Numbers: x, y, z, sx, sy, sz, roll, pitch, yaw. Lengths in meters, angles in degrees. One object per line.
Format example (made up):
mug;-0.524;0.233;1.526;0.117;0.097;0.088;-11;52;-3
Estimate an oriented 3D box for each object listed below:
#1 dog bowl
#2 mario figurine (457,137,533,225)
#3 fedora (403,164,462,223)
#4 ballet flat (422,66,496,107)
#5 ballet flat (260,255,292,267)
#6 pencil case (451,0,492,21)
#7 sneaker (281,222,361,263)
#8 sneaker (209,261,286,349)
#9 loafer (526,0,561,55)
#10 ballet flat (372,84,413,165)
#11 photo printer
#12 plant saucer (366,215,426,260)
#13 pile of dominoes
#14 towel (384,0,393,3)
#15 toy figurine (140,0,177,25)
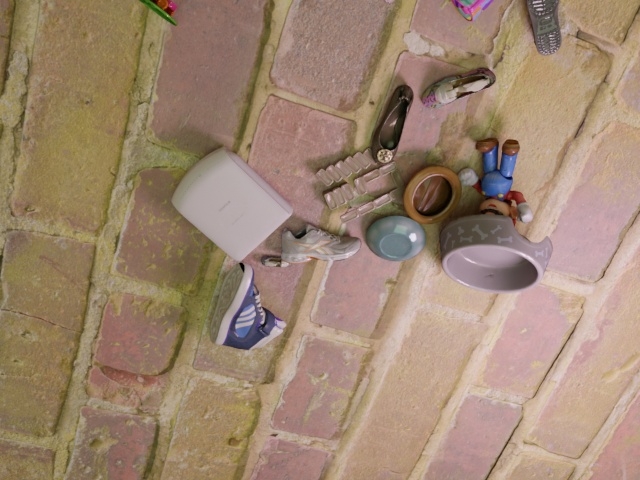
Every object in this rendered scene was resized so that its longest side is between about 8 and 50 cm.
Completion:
dog bowl;0.540;0.055;1.848;0.349;0.102;0.348;12;151;7
mario figurine;0.539;-0.144;1.816;0.170;0.198;0.320;-11;111;-14
fedora;0.345;-0.149;1.852;0.195;0.079;0.194;-2;111;-5
ballet flat;0.408;-0.446;1.727;0.222;0.079;0.076;-20;115;4
ballet flat;-0.139;0.074;1.930;0.115;0.041;0.041;4;113;-7
pencil case;0.468;-0.711;1.603;0.236;0.104;0.104;-43;110;15
sneaker;0.000;0.000;1.882;0.263;0.099;0.120;-7;110;-3
sneaker;-0.210;0.222;1.939;0.237;0.130;0.322;10;116;-29
loafer;0.619;-0.650;1.652;0.095;0.087;0.251;-9;119;9
ballet flat;0.219;-0.341;1.762;0.084;0.058;0.249;15;109;-16
photo printer;-0.277;-0.115;1.797;0.256;0.107;0.307;-41;111;13
plant saucer;0.243;0.007;1.899;0.195;0.037;0.194;5;131;6
pile of dominoes;0.126;-0.185;1.853;0.251;0.040;0.195;-26;111;-2
towel;0.216;-0.859;1.544;0.332;0.053;0.317;-38;112;12
toy figurine;-0.408;-0.684;1.552;0.173;0.130;0.159;35;93;7
